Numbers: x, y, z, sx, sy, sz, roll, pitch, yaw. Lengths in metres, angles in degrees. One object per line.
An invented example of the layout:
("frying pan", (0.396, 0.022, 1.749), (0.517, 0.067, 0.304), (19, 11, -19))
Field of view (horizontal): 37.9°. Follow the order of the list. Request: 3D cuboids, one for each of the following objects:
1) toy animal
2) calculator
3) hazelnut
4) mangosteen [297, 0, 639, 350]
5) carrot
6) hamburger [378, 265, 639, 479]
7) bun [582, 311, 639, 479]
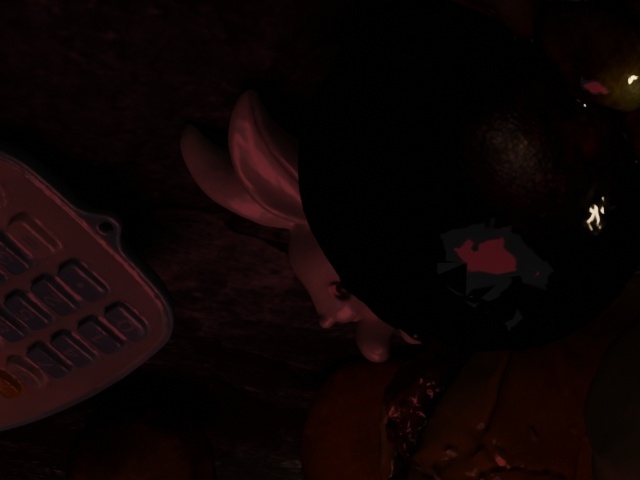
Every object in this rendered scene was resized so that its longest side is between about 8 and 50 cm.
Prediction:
("toy animal", (0.003, 0.001, 0.631), (0.221, 0.130, 0.104), (21, 169, -22))
("calculator", (-0.291, 0.050, 0.762), (0.386, 0.054, 0.256), (-23, 121, 33))
("hazelnut", (-0.199, 0.255, 1.069), (0.182, 0.182, 0.182), (4, 150, 2))
("mangosteen", (0.096, -0.053, 0.490), (0.194, 0.194, 0.230), (25, 110, -31))
("carrot", (0.131, 0.230, 0.994), (0.196, 0.196, 0.254), (-21, 152, 37))
("hamburger", (0.163, 0.116, 0.678), (0.245, 0.282, 0.155), (25, -178, -29))
("bun", (0.277, 0.106, 0.511), (0.213, 0.361, 0.361), (19, 162, 37))
